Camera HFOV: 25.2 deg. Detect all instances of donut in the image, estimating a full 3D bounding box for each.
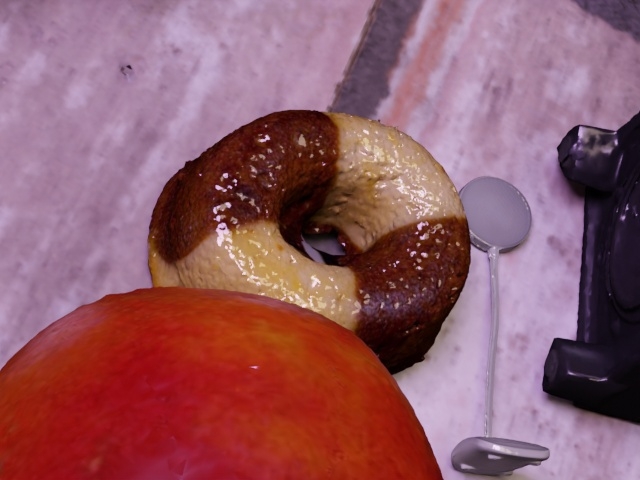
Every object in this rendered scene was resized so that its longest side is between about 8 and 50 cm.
[{"bbox_3d":[0.000,0.000,0.794,0.184,0.073,0.166,5,63,-22],"label":"donut"}]

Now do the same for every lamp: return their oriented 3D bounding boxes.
[{"bbox_3d":[0.106,0.042,0.832,0.050,0.056,0.198,12,60,-14],"label":"lamp"}]

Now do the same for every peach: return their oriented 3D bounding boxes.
[{"bbox_3d":[-0.069,0.165,0.628,0.281,0.281,0.338,14,35,-16],"label":"peach"}]

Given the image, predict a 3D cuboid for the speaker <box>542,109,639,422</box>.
[{"bbox_3d":[0.283,0.004,0.817,0.254,0.232,0.184,15,62,-11],"label":"speaker"}]
